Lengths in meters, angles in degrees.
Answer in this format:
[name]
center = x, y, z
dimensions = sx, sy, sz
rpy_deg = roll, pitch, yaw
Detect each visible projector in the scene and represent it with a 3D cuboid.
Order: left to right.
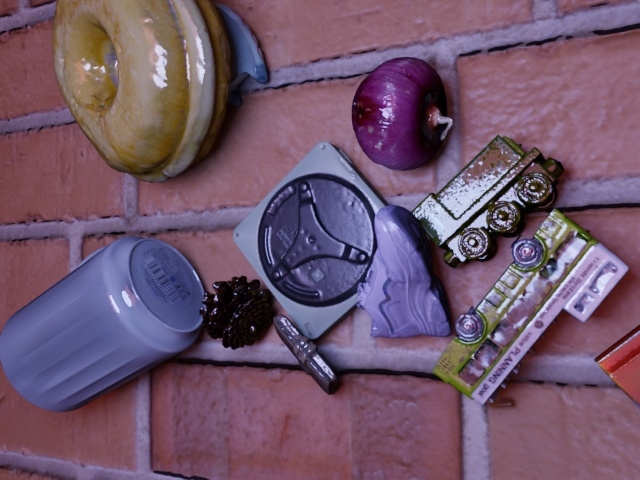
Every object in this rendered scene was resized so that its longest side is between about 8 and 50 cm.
[projector]
center = 0.000, 0.000, 1.002
dimensions = 0.259, 0.079, 0.257
rpy_deg = -44, 72, 16

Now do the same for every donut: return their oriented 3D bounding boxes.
[donut]
center = -0.334, -0.329, 1.061
dimensions = 0.449, 0.198, 0.448
rpy_deg = 16, 113, 41

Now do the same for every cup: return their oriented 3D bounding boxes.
[cup]
center = -0.408, 0.126, 1.115
dimensions = 0.327, 0.237, 0.322
rpy_deg = -32, 44, 20

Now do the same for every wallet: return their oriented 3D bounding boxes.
[wallet]
center = -0.027, 0.197, 0.987
dimensions = 0.039, 0.118, 0.152
rpy_deg = -36, 67, -14

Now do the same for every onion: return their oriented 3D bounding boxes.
[onion]
center = 0.132, -0.199, 0.904
dimensions = 0.154, 0.177, 0.177
rpy_deg = -15, 81, 25

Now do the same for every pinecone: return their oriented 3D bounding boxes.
[pinecone]
center = -0.154, 0.124, 1.037
dimensions = 0.121, 0.140, 0.140
rpy_deg = 27, 98, 34

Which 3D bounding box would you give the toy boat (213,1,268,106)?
[toy boat]
center = -0.181, -0.370, 1.120
dimensions = 0.134, 0.079, 0.207
rpy_deg = -37, 83, 29

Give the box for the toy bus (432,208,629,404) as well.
[toy bus]
center = 0.303, 0.106, 0.849
dimensions = 0.139, 0.113, 0.301
rpy_deg = 40, 105, 21

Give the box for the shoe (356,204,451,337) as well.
[shoe]
center = 0.111, 0.060, 0.889
dimensions = 0.138, 0.095, 0.244
rpy_deg = -17, 118, 15

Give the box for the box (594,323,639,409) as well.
[box]
center = 0.487, 0.201, 0.789
dimensions = 0.112, 0.048, 0.175
rpy_deg = -44, 71, 17

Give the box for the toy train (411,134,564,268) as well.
[toy train]
center = 0.258, -0.063, 0.888
dimensions = 0.225, 0.090, 0.137
rpy_deg = -45, 67, 15
